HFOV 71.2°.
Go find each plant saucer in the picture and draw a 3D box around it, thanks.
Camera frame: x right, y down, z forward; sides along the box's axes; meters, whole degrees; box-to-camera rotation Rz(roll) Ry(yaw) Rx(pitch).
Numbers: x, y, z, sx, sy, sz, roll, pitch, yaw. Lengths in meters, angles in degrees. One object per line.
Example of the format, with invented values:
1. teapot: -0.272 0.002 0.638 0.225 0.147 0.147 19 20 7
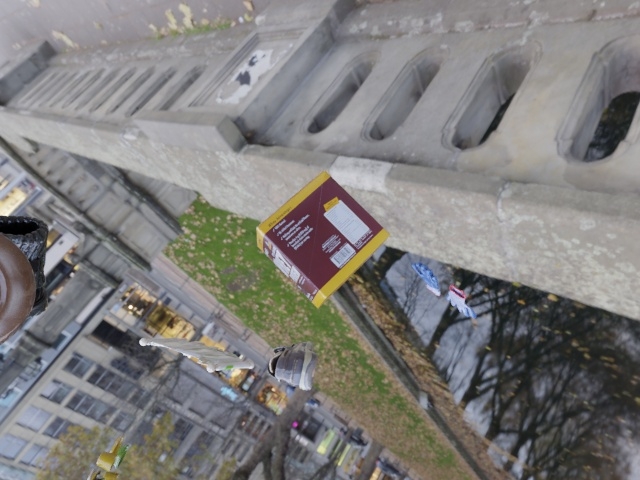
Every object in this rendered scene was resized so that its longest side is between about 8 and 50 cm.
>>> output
1. plant saucer: -0.516 0.073 0.624 0.198 0.199 0.036 43 161 -21

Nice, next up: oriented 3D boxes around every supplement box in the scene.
1. supplement box: 0.000 0.000 0.941 0.194 0.191 0.129 45 163 7

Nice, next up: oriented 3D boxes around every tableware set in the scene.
1. tableware set: -0.306 0.334 0.645 0.024 0.104 0.154 23 145 -4

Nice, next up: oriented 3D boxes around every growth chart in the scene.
1. growth chart: -0.255 0.234 0.939 0.237 0.021 0.172 8 171 31

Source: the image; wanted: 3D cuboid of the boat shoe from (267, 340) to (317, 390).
1. boat shoe: -0.092 0.368 1.381 0.130 0.133 0.355 14 168 -5

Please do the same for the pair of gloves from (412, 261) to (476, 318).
1. pair of gloves: 0.321 0.126 1.164 0.198 0.023 0.159 41 173 35

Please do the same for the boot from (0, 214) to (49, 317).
1. boot: -0.791 0.088 0.993 0.131 0.347 0.260 36 127 23
